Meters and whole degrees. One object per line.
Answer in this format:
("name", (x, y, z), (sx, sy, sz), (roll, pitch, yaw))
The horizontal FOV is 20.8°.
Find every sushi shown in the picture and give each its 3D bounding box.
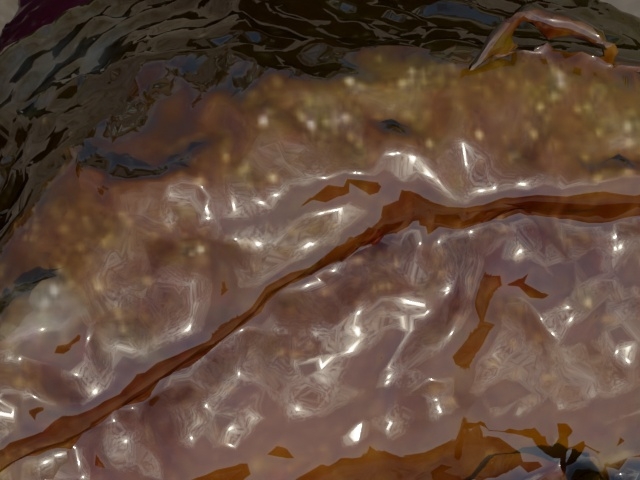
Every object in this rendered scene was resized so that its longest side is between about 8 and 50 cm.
("sushi", (0.003, 0.001, 0.444), (0.296, 0.179, 0.167), (-8, 116, -11))

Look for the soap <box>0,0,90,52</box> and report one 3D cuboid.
("soap", (-0.057, -0.026, 0.879), (0.099, 0.162, 0.250), (-27, 123, 18))
